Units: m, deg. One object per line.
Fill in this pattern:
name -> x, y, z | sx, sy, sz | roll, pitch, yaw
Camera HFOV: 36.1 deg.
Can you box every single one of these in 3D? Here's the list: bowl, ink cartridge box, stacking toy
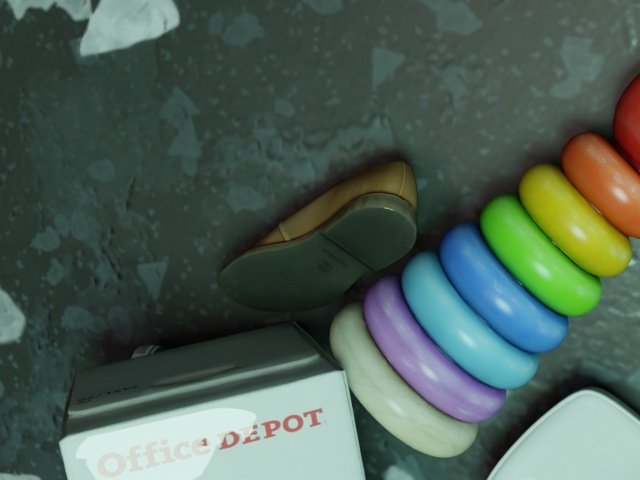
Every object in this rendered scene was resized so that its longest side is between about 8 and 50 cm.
bowl -> 0.213, 0.189, 0.752 | 0.142, 0.053, 0.142 | 42, 113, 8
ink cartridge box -> -0.069, 0.225, 0.756 | 0.198, 0.197, 0.270 | -12, 98, -10
stacking toy -> 0.159, 0.001, 0.698 | 0.141, 0.141, 0.330 | 45, 109, 7

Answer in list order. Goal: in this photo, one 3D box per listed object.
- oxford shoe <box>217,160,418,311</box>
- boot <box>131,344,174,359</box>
oxford shoe -> 0.000, 0.000, 0.795 | 0.212, 0.076, 0.076 | -26, 125, 38
boot -> -0.125, 0.190, 0.878 | 0.086, 0.069, 0.190 | 4, 102, 15
